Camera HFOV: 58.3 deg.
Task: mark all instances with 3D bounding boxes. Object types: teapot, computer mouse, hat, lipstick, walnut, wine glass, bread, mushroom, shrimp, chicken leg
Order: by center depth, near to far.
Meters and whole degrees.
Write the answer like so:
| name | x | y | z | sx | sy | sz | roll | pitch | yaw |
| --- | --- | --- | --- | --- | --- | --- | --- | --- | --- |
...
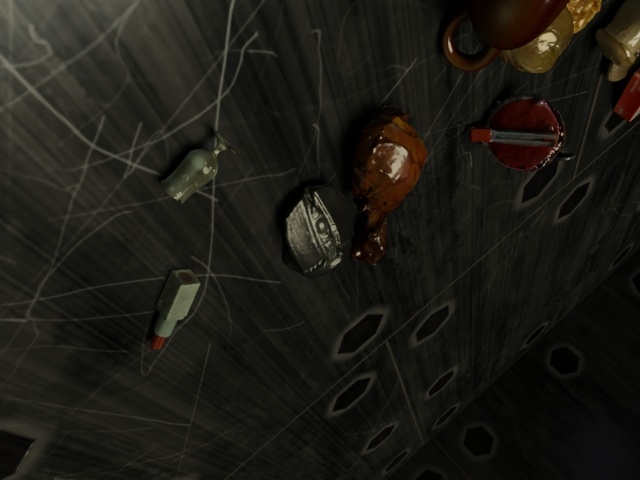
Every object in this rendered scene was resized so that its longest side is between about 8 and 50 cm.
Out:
| name | x | y | z | sx | sy | sz | roll | pitch | yaw |
| --- | --- | --- | --- | --- | --- | --- | --- | --- | --- |
| wine glass | -0.128 | -0.077 | 0.594 | 0.083 | 0.039 | 0.042 | -41 | 152 | 3 |
| teapot | 0.214 | -0.303 | 0.658 | 0.178 | 0.135 | 0.252 | -58 | -178 | -39 |
| lipstick | -0.193 | 0.095 | 0.731 | 0.030 | 0.030 | 0.129 | -5 | 132 | -48 |
| walnut | 0.291 | -0.281 | 0.781 | 0.124 | 0.105 | 0.105 | -18 | 141 | -37 |
| computer mouse | 0.000 | 0.000 | 0.814 | 0.105 | 0.062 | 0.192 | -35 | 150 | -16 |
| chicken leg | 0.091 | -0.060 | 0.835 | 0.113 | 0.093 | 0.304 | -44 | 156 | -25 |
| bread | 0.374 | -0.355 | 0.845 | 0.083 | 0.044 | 0.110 | -42 | 148 | 3 |
| mushroom | 0.578 | -0.409 | 0.972 | 0.247 | 0.096 | 0.108 | -42 | 150 | 5 |
| hat | 0.356 | -0.188 | 0.992 | 0.140 | 0.129 | 0.227 | -13 | -174 | 32 |
| shrimp | 0.630 | -0.397 | 1.096 | 0.219 | 0.046 | 0.152 | -35 | 151 | -14 |

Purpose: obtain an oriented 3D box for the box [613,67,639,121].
| name | x | y | z | sx | sy | sz | roll | pitch | yaw |
| --- | --- | --- | --- | --- | --- | --- | --- | --- | --- |
| box | 0.685 | -0.333 | 1.177 | 0.123 | 0.050 | 0.229 | -46 | 163 | 6 |
